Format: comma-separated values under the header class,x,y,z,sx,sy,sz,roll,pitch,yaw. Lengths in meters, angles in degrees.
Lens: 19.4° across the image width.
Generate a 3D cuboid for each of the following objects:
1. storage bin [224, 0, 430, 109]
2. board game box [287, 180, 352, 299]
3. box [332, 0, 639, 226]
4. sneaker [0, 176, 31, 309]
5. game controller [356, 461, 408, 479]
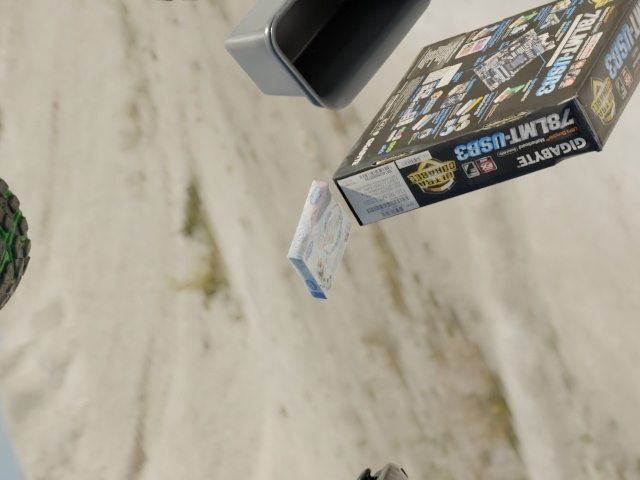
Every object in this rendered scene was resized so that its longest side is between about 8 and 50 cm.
class,x,y,z,sx,sy,sz,roll,pitch,yaw
storage bin,-0.006,-0.162,1.320,0.098,0.135,0.091,49,154,-25
board game box,0.000,0.000,1.914,0.090,0.020,0.090,60,-136,-56
box,0.192,-0.150,1.926,0.073,0.293,0.295,60,-144,-21
sneaker,-0.394,-0.050,1.612,0.343,0.134,0.146,40,164,-30
game controller,-0.032,0.324,1.583,0.067,0.319,0.166,40,-167,10
